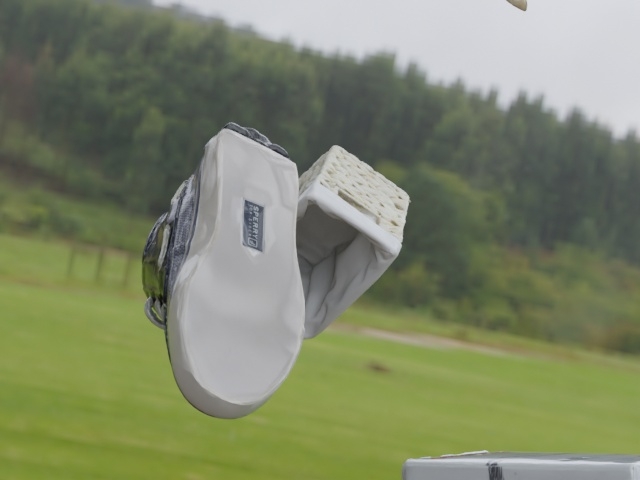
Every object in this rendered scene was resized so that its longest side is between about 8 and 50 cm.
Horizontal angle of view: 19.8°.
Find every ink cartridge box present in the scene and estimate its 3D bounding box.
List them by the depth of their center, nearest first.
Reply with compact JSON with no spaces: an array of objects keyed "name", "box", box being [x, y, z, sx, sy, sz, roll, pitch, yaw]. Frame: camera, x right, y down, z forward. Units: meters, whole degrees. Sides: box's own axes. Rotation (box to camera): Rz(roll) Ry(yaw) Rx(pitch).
[{"name":"ink cartridge box","box":[0.137,0.155,1.053,0.150,0.063,0.109,-4,-5,37]}]

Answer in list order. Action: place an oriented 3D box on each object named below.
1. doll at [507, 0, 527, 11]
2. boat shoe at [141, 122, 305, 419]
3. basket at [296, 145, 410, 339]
[{"name":"doll","box":[0.154,-0.242,1.167,0.129,0.189,0.046,22,24,-32]},{"name":"boat shoe","box":[-0.100,0.058,1.684,0.127,0.158,0.340,27,40,-17]},{"name":"basket","box":[0.000,0.000,1.851,0.113,0.167,0.103,35,38,-12]}]
